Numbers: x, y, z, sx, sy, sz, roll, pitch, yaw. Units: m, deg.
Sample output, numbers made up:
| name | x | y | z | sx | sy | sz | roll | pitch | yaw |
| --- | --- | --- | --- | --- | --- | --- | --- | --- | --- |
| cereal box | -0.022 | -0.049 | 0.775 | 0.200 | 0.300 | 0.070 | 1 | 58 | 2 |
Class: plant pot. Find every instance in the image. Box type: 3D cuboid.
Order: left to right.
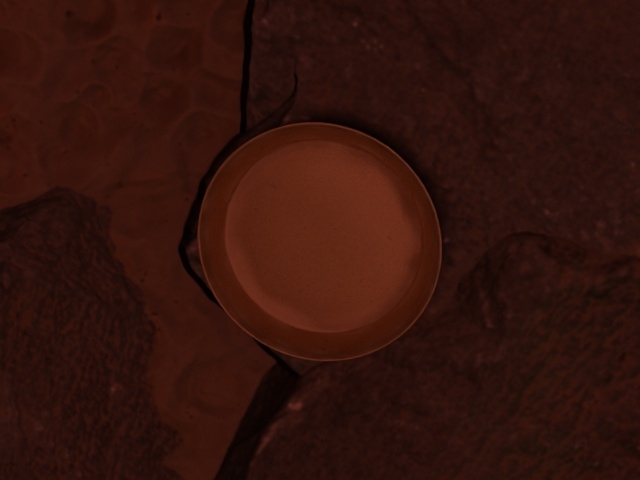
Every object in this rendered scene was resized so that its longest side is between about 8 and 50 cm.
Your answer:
| name | x | y | z | sx | sy | sz | roll | pitch | yaw |
| --- | --- | --- | --- | --- | --- | --- | --- | --- | --- |
| plant pot | 0.000 | 0.000 | 1.212 | 0.236 | 0.032 | 0.236 | 3 | 108 | 11 |
